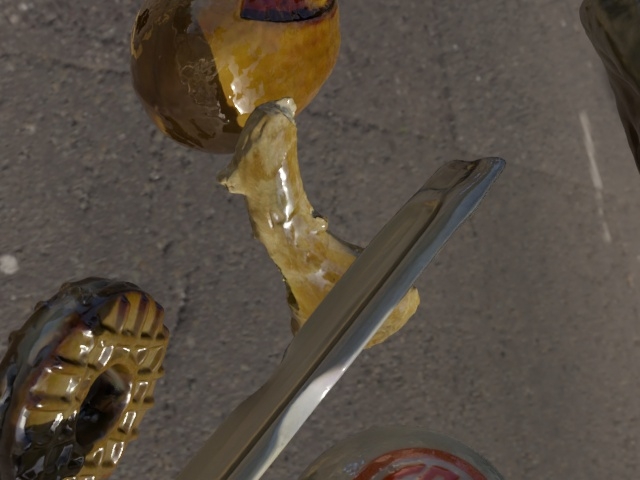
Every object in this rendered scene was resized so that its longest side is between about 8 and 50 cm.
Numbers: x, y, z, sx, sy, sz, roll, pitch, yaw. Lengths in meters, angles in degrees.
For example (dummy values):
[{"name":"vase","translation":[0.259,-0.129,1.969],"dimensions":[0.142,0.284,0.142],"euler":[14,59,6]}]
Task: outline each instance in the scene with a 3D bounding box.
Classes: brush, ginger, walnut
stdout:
[{"name":"brush","translation":[-0.015,0.091,0.473],"dimensions":[0.050,0.060,0.321],"euler":[43,78,-15]},{"name":"ginger","translation":[0.000,0.000,0.976],"dimensions":[0.086,0.131,0.294],"euler":[-81,153,-50]},{"name":"walnut","translation":[-0.086,-0.211,1.112],"dimensions":[0.203,0.203,0.298],"euler":[61,35,-15]}]

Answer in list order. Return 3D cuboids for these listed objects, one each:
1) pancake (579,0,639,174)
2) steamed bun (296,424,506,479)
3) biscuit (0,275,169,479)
[{"name":"pancake","translation":[0.265,-0.073,0.784],"dimensions":[0.294,0.049,0.294],"euler":[59,15,-26]},{"name":"steamed bun","translation":[0.094,0.321,1.094],"dimensions":[0.283,0.177,0.283],"euler":[6,57,-9]},{"name":"biscuit","translation":[-0.317,0.201,1.358],"dimensions":[0.332,0.103,0.332],"euler":[-55,159,-34]}]
